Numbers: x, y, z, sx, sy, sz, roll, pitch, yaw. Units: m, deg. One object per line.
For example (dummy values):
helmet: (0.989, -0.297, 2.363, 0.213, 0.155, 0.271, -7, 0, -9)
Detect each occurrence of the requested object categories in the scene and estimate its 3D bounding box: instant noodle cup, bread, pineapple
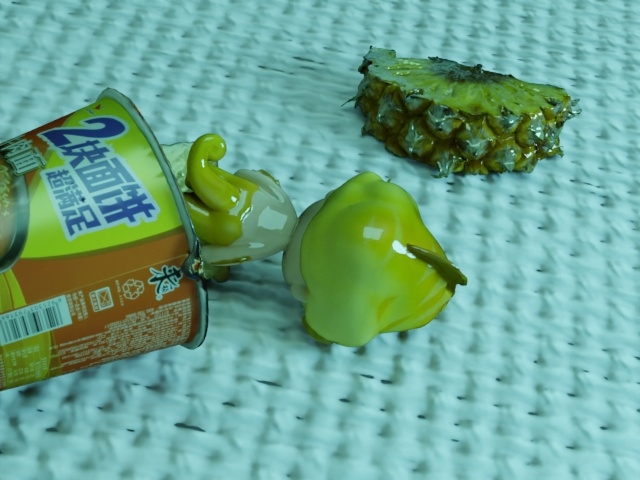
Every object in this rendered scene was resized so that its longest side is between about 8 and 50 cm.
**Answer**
instant noodle cup: (-0.202, 0.011, 0.988, 0.174, 0.213, 0.213, -20, 49, -22)
bread: (-0.120, -0.022, 1.128, 0.084, 0.080, 0.109, -4, 40, -14)
pineapple: (0.128, -0.117, 1.308, 0.233, 0.080, 0.135, 16, 31, 13)

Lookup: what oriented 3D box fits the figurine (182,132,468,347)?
figurine: (0.000, 0.000, 1.091, 0.246, 0.131, 0.156, 18, 70, 2)
